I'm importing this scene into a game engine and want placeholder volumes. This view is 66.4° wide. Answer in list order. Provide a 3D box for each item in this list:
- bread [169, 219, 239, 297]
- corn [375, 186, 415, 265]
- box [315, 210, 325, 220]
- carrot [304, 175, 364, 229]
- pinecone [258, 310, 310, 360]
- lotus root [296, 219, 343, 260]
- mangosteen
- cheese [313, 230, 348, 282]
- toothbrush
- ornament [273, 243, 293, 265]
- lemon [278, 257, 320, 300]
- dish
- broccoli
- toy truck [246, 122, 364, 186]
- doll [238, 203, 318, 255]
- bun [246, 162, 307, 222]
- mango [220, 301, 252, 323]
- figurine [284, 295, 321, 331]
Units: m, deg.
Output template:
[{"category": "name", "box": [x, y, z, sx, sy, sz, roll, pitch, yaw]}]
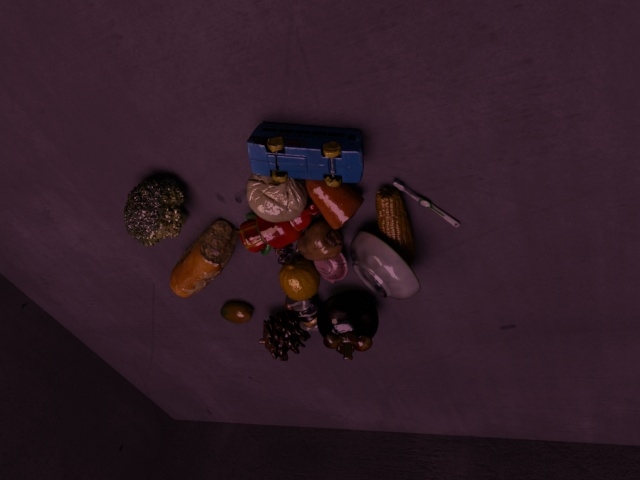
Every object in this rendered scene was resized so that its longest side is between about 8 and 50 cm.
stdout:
[{"category": "bread", "box": [-0.508, 0.091, 2.124, 0.165, 0.236, 0.375, 34, 136, -19]}, {"category": "corn", "box": [0.274, -0.038, 1.795, 0.120, 0.120, 0.363, -4, 131, 23]}, {"category": "box", "box": [0.018, -0.109, 1.888, 0.046, 0.012, 0.083, 28, 139, -8]}, {"category": "carrot", "box": [0.027, -0.160, 1.734, 0.225, 0.159, 0.159, 41, 134, -17]}, {"category": "pinecone", "box": [-0.173, 0.466, 2.397, 0.257, 0.243, 0.243, -16, 128, 21]}, {"category": "lotus root", "box": [0.000, 0.000, 1.874, 0.257, 0.140, 0.154, -14, 109, 51]}, {"category": "mangosteen", "box": [0.120, 0.382, 2.148, 0.275, 0.302, 0.275, 0, 145, 0]}, {"category": "cheese", "box": [0.039, 0.057, 1.996, 0.189, 0.074, 0.286, 24, 130, 27]}, {"category": "toothbrush", "box": [0.375, -0.128, 1.726, 0.304, 0.030, 0.030, 33, 136, -15]}, {"category": "ornament", "box": [-0.155, 0.042, 2.074, 0.081, 0.088, 0.203, -10, 149, -4]}, {"category": "lemon", "box": [-0.091, 0.165, 2.099, 0.181, 0.180, 0.193, -25, 125, 38]}, {"category": "dish", "box": [0.214, 0.121, 1.851, 0.324, 0.124, 0.324, 43, 166, 13]}, {"category": "broccoli", "box": [-0.664, -0.108, 1.972, 0.288, 0.235, 0.260, -20, 126, 30]}, {"category": "toy truck", "box": [-0.042, -0.289, 1.611, 0.385, 0.162, 0.161, 6, 136, 12]}, {"category": "doll", "box": [-0.160, -0.064, 1.878, 0.363, 0.160, 0.182, -22, 84, 27]}, {"category": "bun", "box": [-0.152, -0.183, 1.734, 0.229, 0.229, 0.145, 20, 158, -1]}, {"category": "mango", "box": [-0.436, 0.372, 2.508, 0.195, 0.092, 0.130, -12, 132, 41]}, {"category": "figurine", "box": [-0.064, 0.331, 2.294, 0.176, 0.133, 0.236, -10, 129, 40]}]
